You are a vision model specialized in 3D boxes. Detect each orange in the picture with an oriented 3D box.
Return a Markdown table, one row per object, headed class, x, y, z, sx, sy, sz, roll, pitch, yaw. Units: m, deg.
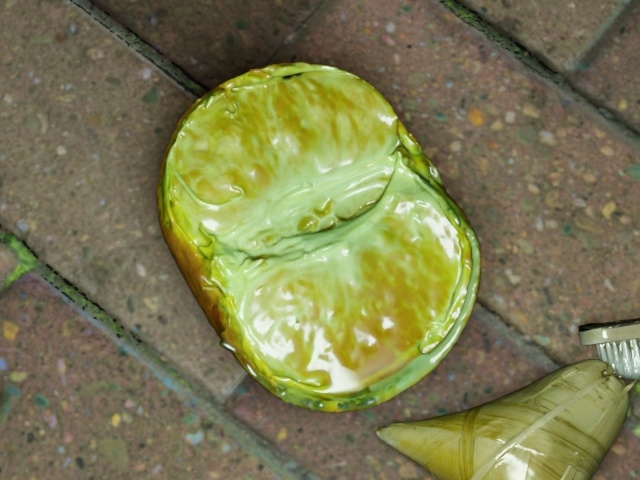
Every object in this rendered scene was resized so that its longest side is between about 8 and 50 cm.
| class | x | y | z | sx | sy | sz | roll | pitch | yaw |
| --- | --- | --- | --- | --- | --- | --- | --- | --- | --- |
| orange | 0.001 | 0.001 | 1.900 | 0.262 | 0.196 | 0.334 | -37 | 71 | 0 |

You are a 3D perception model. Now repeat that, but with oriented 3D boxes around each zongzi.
| class | x | y | z | sx | sy | sz | roll | pitch | yaw |
| --- | --- | --- | --- | --- | --- | --- | --- | --- | --- |
| zongzi | 0.177 | 0.172 | 1.904 | 0.197 | 0.099 | 0.194 | 33 | 71 | 16 |

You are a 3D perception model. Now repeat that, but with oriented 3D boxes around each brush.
| class | x | y | z | sx | sy | sz | roll | pitch | yaw |
| --- | --- | --- | --- | --- | --- | --- | --- | --- | --- |
| brush | 0.417 | 0.091 | 1.967 | 0.328 | 0.070 | 0.065 | -9 | 89 | -9 |
